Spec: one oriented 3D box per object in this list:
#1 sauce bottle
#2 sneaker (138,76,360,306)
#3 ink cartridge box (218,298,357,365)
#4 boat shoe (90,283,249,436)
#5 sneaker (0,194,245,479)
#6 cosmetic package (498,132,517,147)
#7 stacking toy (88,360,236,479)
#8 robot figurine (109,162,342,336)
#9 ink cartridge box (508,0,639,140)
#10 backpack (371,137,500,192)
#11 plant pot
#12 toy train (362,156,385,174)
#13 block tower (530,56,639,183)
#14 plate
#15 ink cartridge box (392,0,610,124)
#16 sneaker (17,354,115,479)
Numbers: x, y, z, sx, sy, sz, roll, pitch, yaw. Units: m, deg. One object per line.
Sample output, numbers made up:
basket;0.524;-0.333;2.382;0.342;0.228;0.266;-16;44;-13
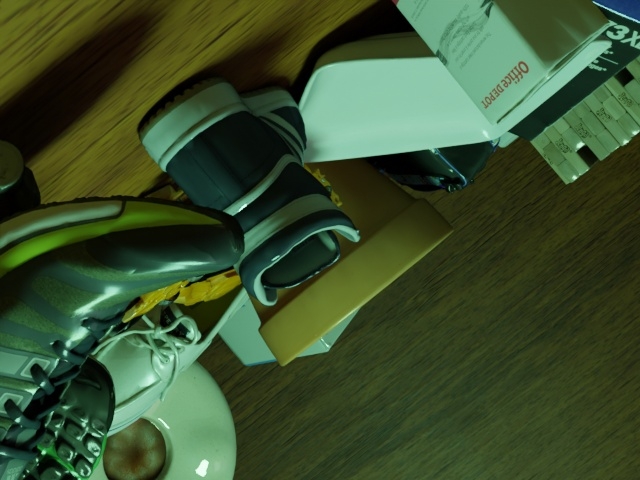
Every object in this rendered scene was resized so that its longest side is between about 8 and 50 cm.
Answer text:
sauce bottle;-0.174;-0.020;0.556;0.042;0.042;0.128;-38;177;-19
sneaker;-0.038;-0.039;0.807;0.099;0.153;0.282;-39;177;11
ink cartridge box;-0.012;0.045;1.660;0.223;0.129;0.307;-19;-155;49
boat shoe;-0.209;0.126;1.402;0.367;0.136;0.156;-40;178;-24
sneaker;-0.169;0.068;0.551;0.300;0.121;0.111;-26;172;11
cosmetic package;0.387;-0.337;1.339;0.453;0.161;0.230;-38;177;-12
stacking toy;-0.394;0.343;1.714;0.351;0.350;0.480;-37;-164;-32
robot figurine;-0.111;0.002;0.993;0.211;0.085;0.291;-40;167;30
ink cartridge box;0.218;-0.217;1.006;0.371;0.176;0.069;131;-21;-67
backpack;0.137;-0.142;1.389;0.117;0.158;0.173;-49;-166;-16
plant pot;0.000;0.000;1.357;0.291;0.203;0.291;-39;177;-3
toy train;0.042;-0.105;1.541;0.184;0.080;0.105;-42;-176;29
block tower;0.416;-0.202;1.293;0.335;0.097;0.091;-42;176;34
plate;0.097;-0.145;1.002;0.277;0.045;0.278;-8;168;-15
ink cartridge box;0.112;-0.167;0.705;0.063;0.150;0.109;-38;177;-15
sneaker;-0.252;0.113;0.739;0.344;0.134;0.146;-16;-146;46
